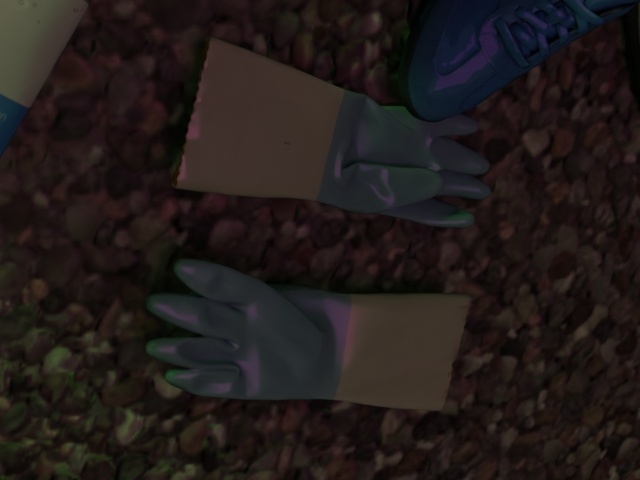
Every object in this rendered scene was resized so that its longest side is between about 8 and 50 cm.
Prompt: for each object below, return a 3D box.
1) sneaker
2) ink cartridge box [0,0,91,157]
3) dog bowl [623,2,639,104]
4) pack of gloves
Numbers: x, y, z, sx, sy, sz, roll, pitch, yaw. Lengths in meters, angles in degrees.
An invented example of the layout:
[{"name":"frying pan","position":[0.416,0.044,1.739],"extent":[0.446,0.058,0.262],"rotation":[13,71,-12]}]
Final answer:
[{"name":"sneaker","position":[0.135,-0.144,0.607],"extent":[0.209,0.082,0.069],"rotation":[-42,126,-8]},{"name":"ink cartridge box","position":[-0.140,-0.131,0.418],"extent":[0.082,0.139,0.191],"rotation":[30,95,-35]},{"name":"dog bowl","position":[0.409,-0.199,0.703],"extent":[0.408,0.150,0.408],"rotation":[-12,116,-25]},{"name":"pack of gloves","position":[0.000,0.000,0.633],"extent":[0.232,0.046,0.195],"rotation":[10,95,-36]}]
